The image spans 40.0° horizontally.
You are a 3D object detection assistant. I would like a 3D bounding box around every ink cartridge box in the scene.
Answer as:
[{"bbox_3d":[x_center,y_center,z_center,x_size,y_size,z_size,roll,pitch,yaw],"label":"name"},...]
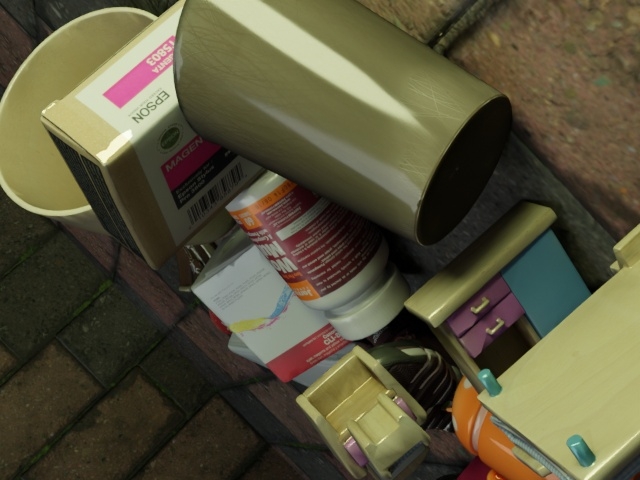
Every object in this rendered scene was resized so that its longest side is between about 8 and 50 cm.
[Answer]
[{"bbox_3d":[-0.047,0.059,1.114,0.127,0.128,0.176,-35,107,30],"label":"ink cartridge box"},{"bbox_3d":[-0.122,-0.113,0.832,0.088,0.235,0.193,37,160,21],"label":"ink cartridge box"}]

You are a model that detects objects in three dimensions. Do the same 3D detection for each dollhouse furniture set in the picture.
[{"bbox_3d":[0.188,0.140,0.626,0.198,0.286,0.303,53,171,-21],"label":"dollhouse furniture set"}]

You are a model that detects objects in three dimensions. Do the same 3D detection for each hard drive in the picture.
[{"bbox_3d":[0.025,0.188,1.282,0.203,0.040,0.307,30,161,-31],"label":"hard drive"}]

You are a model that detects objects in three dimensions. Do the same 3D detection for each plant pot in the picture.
[{"bbox_3d":[-0.206,-0.099,1.079,0.256,0.257,0.274,33,176,31],"label":"plant pot"}]

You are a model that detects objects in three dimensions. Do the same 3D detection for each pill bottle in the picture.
[{"bbox_3d":[0.000,0.000,0.985,0.221,0.121,0.121,52,160,-19],"label":"pill bottle"}]

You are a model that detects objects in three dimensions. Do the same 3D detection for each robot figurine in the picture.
[{"bbox_3d":[0.227,0.196,0.904,0.219,0.128,0.158,31,157,37],"label":"robot figurine"}]

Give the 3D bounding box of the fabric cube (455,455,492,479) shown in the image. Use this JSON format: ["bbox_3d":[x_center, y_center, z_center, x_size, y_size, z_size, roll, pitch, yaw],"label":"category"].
[{"bbox_3d":[0.275,0.429,1.086,0.254,0.259,0.258,48,161,-5],"label":"fabric cube"}]

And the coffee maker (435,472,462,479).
[{"bbox_3d":[0.220,0.483,1.451,0.120,0.171,0.178,23,157,13],"label":"coffee maker"}]

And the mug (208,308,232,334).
[{"bbox_3d":[-0.082,0.108,1.456,0.169,0.150,0.113,5,100,56],"label":"mug"}]

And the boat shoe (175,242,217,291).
[{"bbox_3d":[-0.224,0.057,1.611,0.257,0.095,0.095,48,161,-9],"label":"boat shoe"}]

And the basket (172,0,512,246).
[{"bbox_3d":[0.021,-0.106,0.692,0.226,0.154,0.204,32,159,24],"label":"basket"}]

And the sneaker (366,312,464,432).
[{"bbox_3d":[0.085,0.143,1.035,0.162,0.106,0.281,43,-171,36],"label":"sneaker"}]
